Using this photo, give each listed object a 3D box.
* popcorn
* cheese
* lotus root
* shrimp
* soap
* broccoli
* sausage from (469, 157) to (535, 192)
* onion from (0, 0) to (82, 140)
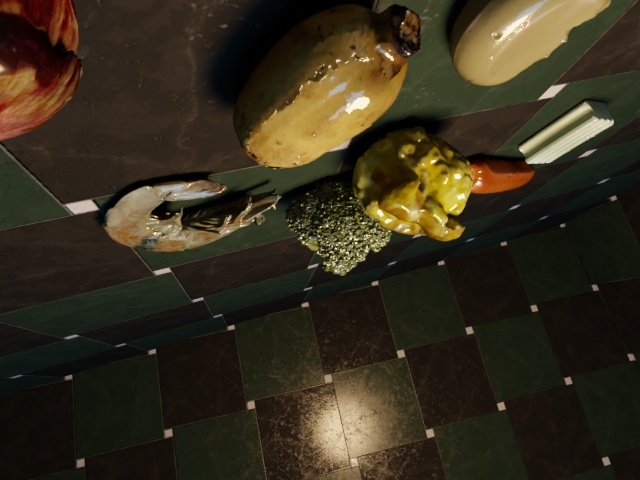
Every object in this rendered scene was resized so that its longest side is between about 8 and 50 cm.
[{"bbox_3d":[0.199,-0.106,0.862,0.237,0.251,0.206,-13,158,-31],"label":"popcorn"},{"bbox_3d":[0.270,-0.301,0.573,0.176,0.090,0.202,-8,163,-34],"label":"cheese"},{"bbox_3d":[0.001,-0.197,0.530,0.284,0.146,0.160,-23,-175,39],"label":"lotus root"},{"bbox_3d":[-0.258,-0.058,0.840,0.361,0.085,0.246,-13,157,-6],"label":"shrimp"},{"bbox_3d":[0.656,-0.284,1.097,0.119,0.066,0.198,-10,162,-33],"label":"soap"},{"bbox_3d":[0.014,-0.026,1.077,0.252,0.221,0.361,-39,-177,-35],"label":"broccoli"},{"bbox_3d":[0.530,-0.191,1.221,0.349,0.093,0.097,-6,164,-38],"label":"sausage"},{"bbox_3d":[-0.294,-0.148,0.277,0.247,0.190,0.246,-16,-178,1],"label":"onion"}]
